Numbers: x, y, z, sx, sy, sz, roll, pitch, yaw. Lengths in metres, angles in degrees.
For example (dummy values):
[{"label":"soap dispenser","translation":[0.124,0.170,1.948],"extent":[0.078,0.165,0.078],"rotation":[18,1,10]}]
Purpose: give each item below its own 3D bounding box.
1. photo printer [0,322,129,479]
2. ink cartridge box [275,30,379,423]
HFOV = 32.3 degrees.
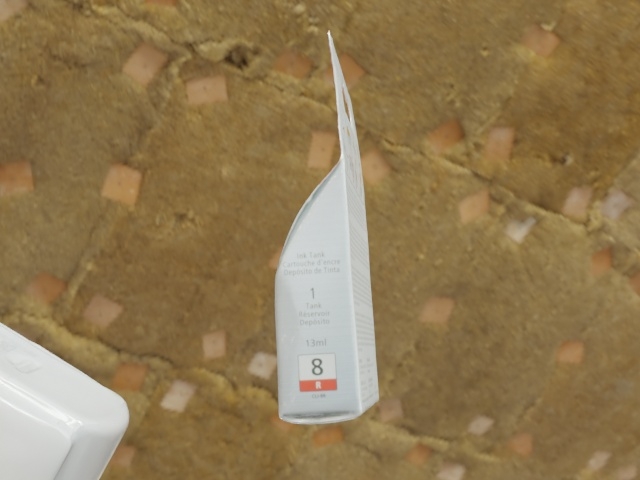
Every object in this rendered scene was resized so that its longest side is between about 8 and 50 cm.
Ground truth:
[{"label":"photo printer","translation":[-0.286,0.165,0.620],"extent":[0.256,0.107,0.307],"rotation":[31,-83,6]},{"label":"ink cartridge box","translation":[0.000,0.000,0.569],"extent":[0.045,0.145,0.179],"rotation":[-7,-97,5]}]
